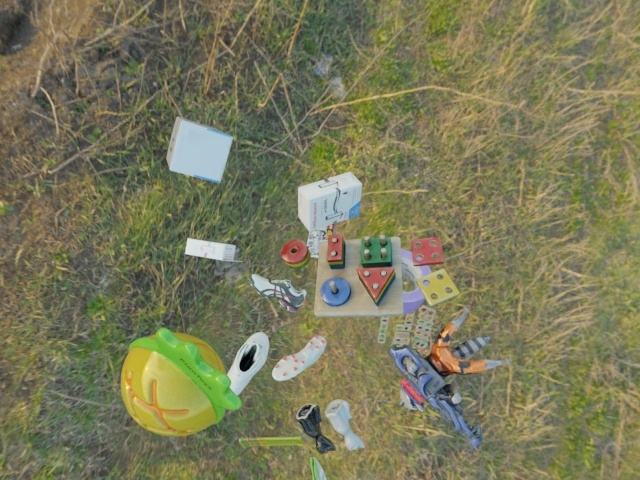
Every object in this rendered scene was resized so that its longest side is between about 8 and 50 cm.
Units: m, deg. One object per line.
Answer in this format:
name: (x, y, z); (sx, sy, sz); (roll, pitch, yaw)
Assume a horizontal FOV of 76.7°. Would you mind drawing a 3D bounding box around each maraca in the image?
maraca: (-0.148, 0.147, 0.426); (0.127, 0.186, 0.099); (44, 48, -8)

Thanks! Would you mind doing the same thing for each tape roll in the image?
tape roll: (0.235, 0.122, 1.219); (0.189, 0.080, 0.188); (4, 52, -5)

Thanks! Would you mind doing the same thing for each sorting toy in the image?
sorting toy: (0.065, 0.047, 0.617); (0.275, 0.046, 0.132); (-3, 57, 13)

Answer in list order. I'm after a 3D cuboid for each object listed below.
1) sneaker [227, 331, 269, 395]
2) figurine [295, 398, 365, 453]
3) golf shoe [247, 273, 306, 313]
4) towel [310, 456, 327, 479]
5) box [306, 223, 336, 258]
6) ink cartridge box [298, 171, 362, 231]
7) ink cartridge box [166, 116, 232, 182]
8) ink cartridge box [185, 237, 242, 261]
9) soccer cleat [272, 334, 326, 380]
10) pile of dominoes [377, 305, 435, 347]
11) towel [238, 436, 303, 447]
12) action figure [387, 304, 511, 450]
sneaker: (-0.238, 0.408, 1.460); (0.108, 0.169, 0.292); (32, 33, -2)
figurine: (0.044, 0.721, 1.537); (0.209, 0.215, 0.092); (65, 27, -10)
golf shoe: (-0.194, 0.210, 1.808); (0.273, 0.105, 0.120); (34, 101, -15)
towel: (0.019, 0.566, 0.883); (0.023, 0.113, 0.151); (-23, 107, -3)
box: (0.000, 0.000, 1.511); (0.094, 0.027, 0.136); (8, 82, 15)
ink cartridge box: (0.032, -0.133, 1.398); (0.203, 0.148, 0.086); (-20, 49, -19)
ink cartridge box: (-0.503, -0.376, 1.659); (0.198, 0.270, 0.197); (13, 104, -27)
ink cartridge box: (-0.415, 0.040, 1.604); (0.198, 0.115, 0.067); (9, 88, 9)
soccer cleat: (-0.057, 0.358, 1.199); (0.196, 0.076, 0.068); (-32, 52, -30)
pile of dominoes: (0.322, 0.334, 1.515); (0.196, 0.251, 0.040); (3, 39, 3)
towel: (-0.186, 0.768, 1.541); (0.238, 0.102, 0.021); (-3, 54, 3)
action figure: (0.381, 0.406, 1.179); (0.330, 0.178, 0.341); (-39, 70, 11)
